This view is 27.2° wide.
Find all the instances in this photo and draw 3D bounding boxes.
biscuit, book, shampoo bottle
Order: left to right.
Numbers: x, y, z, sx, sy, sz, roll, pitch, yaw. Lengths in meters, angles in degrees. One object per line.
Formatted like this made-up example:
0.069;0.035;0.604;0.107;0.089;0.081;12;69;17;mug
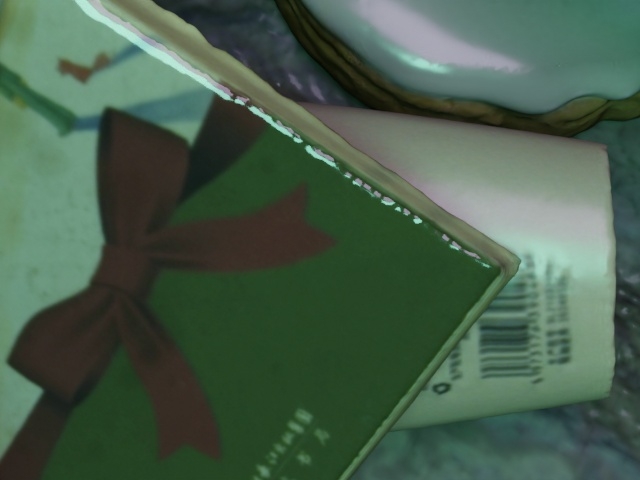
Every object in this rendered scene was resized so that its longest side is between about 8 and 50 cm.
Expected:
-0.116;-0.001;0.375;0.289;0.026;0.201;33;113;-4;book
-0.038;0.012;0.424;0.257;0.127;0.078;-1;30;10;shampoo bottle
0.063;-0.139;0.532;0.181;0.049;0.208;-10;74;-12;biscuit
